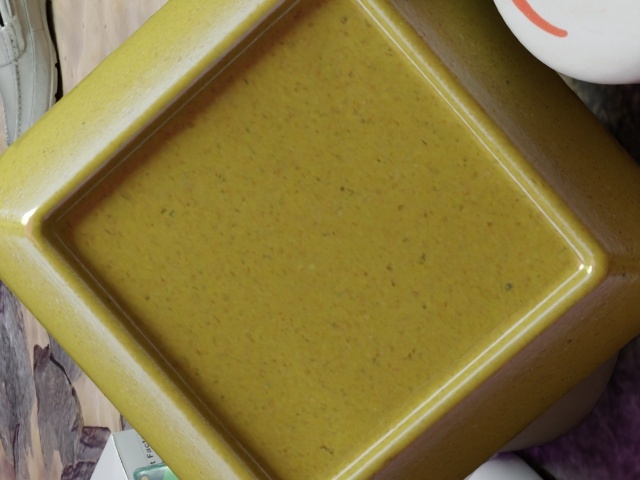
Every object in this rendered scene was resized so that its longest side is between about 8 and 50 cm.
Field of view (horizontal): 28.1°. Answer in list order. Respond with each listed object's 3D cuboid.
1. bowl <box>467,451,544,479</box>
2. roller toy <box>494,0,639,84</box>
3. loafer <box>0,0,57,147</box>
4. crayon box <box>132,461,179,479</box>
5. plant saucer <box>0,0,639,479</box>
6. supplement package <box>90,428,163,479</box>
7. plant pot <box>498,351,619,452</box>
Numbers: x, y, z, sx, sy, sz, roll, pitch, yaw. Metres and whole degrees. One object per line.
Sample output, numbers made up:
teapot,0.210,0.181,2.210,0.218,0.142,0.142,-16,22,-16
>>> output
bowl,0.133,0.237,0.893,0.142,0.053,0.142,49,138,51
roller toy,0.175,-0.173,0.641,0.191,0.146,0.209,-47,58,53
loafer,-0.398,-0.266,1.610,0.112,0.111,0.319,14,109,57
crayon box,-0.022,0.325,1.069,0.203,0.083,0.323,-18,81,24
plant saucer,0.000,0.000,0.726,0.333,0.333,0.081,48,-174,-1
supplement package,-0.147,0.330,1.308,0.204,0.145,0.262,63,144,27
plant pot,0.039,0.020,0.876,0.284,0.191,0.284,22,115,56
